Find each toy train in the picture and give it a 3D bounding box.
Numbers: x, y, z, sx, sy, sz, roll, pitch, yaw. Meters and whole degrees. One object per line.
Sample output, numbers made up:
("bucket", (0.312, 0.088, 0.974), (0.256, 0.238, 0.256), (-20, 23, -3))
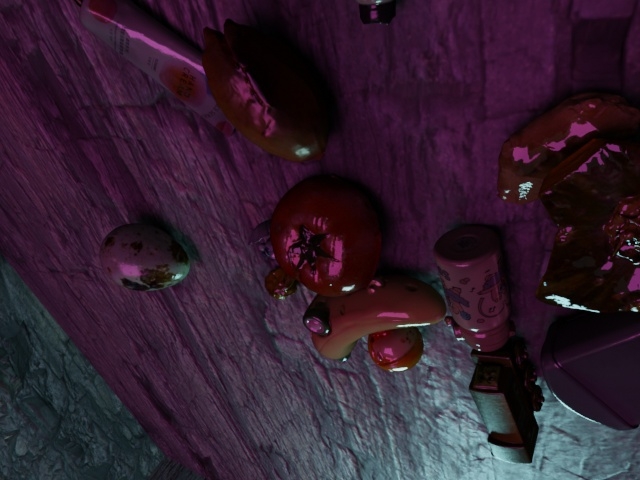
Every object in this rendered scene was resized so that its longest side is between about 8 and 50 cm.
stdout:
("toy train", (0.325, 0.272, 0.826), (0.090, 0.137, 0.225), (-6, 124, 41))

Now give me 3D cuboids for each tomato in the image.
("tomato", (-0.003, -0.001, 0.809), (0.225, 0.085, 0.224), (12, 109, 36))

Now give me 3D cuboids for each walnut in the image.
("walnut", (-0.078, -0.212, 0.682), (0.245, 0.137, 0.137), (43, 142, -18))

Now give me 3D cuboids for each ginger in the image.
("ginger", (0.275, -0.107, 0.556), (0.095, 0.069, 0.190), (43, 140, -7))

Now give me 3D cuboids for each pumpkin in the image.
("pumpkin", (0.369, -0.028, 0.494), (0.259, 0.095, 0.290), (0, 126, 22))

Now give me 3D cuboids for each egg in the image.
("egg", (-0.439, 0.045, 1.182), (0.232, 0.169, 0.169), (13, 136, 9))

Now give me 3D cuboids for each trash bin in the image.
("trash bin", (0.444, 0.173, 0.673), (0.177, 0.101, 0.236), (41, 139, 0))

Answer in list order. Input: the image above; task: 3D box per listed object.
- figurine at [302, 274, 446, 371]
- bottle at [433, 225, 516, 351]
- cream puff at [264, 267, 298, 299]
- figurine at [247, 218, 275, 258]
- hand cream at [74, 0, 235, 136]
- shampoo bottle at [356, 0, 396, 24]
("figurine", (0.107, 0.168, 0.912), (0.325, 0.124, 0.222), (-23, 112, 43))
("bottle", (0.241, 0.087, 0.742), (0.110, 0.097, 0.209), (-10, 122, 20))
("cream puff", (-0.090, 0.098, 1.044), (0.083, 0.058, 0.083), (15, 133, 29))
("figurine", (-0.099, 0.001, 0.936), (0.094, 0.086, 0.082), (-22, 113, 47))
("hand cream", (-0.275, -0.314, 0.794), (0.341, 0.077, 0.124), (38, 140, -5))
("shampoo bottle", (0.052, -0.358, 0.481), (0.127, 0.078, 0.256), (11, 131, 23))
